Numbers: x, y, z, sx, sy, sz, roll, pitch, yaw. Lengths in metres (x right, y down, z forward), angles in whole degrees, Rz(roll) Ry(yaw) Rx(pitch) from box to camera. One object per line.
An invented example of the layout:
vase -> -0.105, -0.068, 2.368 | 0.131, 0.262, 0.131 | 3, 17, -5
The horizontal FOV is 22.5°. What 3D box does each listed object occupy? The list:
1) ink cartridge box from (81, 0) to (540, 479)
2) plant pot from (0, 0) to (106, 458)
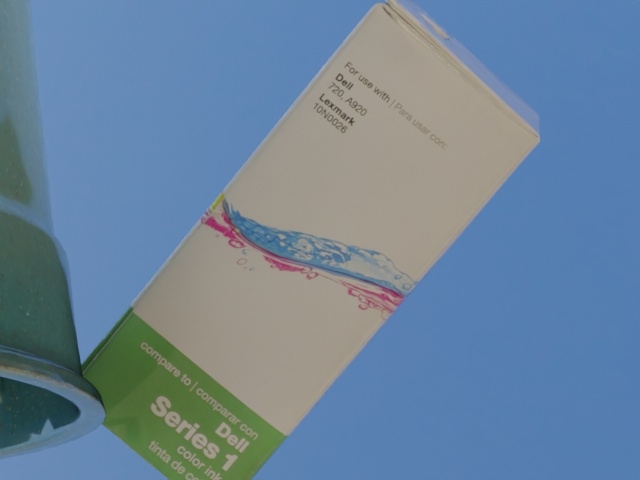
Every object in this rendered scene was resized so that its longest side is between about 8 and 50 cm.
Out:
ink cartridge box -> 0.000, 0.000, 0.944 | 0.117, 0.201, 0.278 | 40, -79, 1
plant pot -> -0.285, -0.069, 0.817 | 0.341, 0.341, 0.334 | -1, -106, -10
